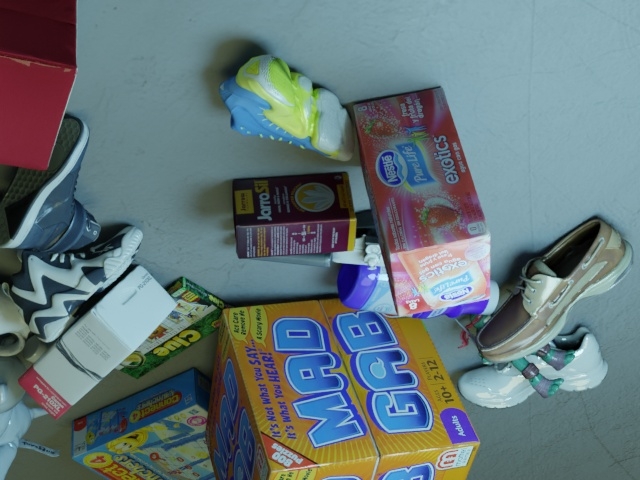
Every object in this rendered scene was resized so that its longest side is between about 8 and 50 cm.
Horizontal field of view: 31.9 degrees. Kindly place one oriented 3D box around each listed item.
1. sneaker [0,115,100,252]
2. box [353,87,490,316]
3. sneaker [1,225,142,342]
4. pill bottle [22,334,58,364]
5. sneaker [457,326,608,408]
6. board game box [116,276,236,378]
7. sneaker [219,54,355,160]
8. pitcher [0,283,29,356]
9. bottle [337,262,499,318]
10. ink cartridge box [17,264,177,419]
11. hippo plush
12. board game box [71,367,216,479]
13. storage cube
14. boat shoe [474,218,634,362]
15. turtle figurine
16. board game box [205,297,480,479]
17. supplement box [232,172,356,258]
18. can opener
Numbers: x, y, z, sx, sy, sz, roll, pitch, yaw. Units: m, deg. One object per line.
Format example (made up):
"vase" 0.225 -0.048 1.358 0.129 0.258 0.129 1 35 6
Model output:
"sneaker" -0.381 -0.078 1.686 0.226 0.086 0.163 -54 150 13
"box" 0.145 -0.059 1.627 0.142 0.300 0.154 -11 141 0
"sneaker" -0.411 0.032 1.799 0.153 0.094 0.235 43 90 1
"pill bottle" -0.477 0.215 2.021 0.065 0.065 0.116 -31 134 25
"sneaker" 0.410 0.240 2.202 0.297 0.111 0.129 -16 123 4
"board game box" -0.291 0.163 2.022 0.259 0.030 0.136 -33 136 26
"sneaker" -0.053 -0.184 1.630 0.126 0.091 0.240 -12 144 34
"pitcher" -0.580 0.132 1.859 0.207 0.125 0.178 4 131 -29
"bottle" 0.175 0.081 1.957 0.282 0.092 0.118 10 134 -21
"ink cartridge box" -0.375 0.171 1.891 0.100 0.172 0.237 46 122 -5
"hippo plush" -0.600 0.315 1.986 0.294 0.234 0.237 6 138 -16
"board game box" -0.291 0.412 2.270 0.302 0.086 0.308 -25 137 18
"storage cube" -0.423 -0.226 1.421 0.193 0.184 0.215 8 136 -21
"boat shoe" 0.391 0.081 1.952 0.324 0.123 0.116 -41 122 0
"turtle figurine" 0.358 0.182 2.087 0.234 0.175 0.118 38 160 -5
"board game box" 0.017 0.352 1.979 0.356 0.357 0.356 -5 133 -18
"supplement box" -0.043 -0.040 1.769 0.188 0.104 0.081 -4 139 -6
"can opener" 0.000 0.000 1.849 0.280 0.093 0.074 2 138 1
